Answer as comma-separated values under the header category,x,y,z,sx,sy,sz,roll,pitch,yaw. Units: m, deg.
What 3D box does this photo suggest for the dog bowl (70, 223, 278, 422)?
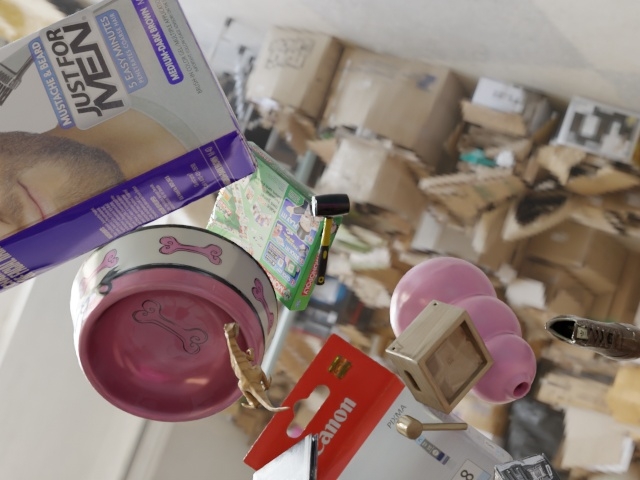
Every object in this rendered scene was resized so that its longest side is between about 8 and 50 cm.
category,x,y,z,sx,sy,sz,roll,pitch,yaw
dog bowl,-0.285,0.177,2.115,0.407,0.408,0.150,22,-149,-14

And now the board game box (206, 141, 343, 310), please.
category,x,y,z,sx,sy,sz,roll,pitch,yaw
board game box,-0.101,-0.034,2.213,0.046,0.214,0.317,-1,-148,-43

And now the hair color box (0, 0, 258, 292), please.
category,x,y,z,sx,sy,sz,roll,pitch,yaw
hair color box,-0.252,-0.085,1.025,0.185,0.338,0.110,64,180,19

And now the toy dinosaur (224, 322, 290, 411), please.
category,x,y,z,sx,sy,sz,roll,pitch,yaw
toy dinosaur,-0.106,0.221,1.709,0.211,0.064,0.112,53,172,36

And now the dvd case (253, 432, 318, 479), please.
category,x,y,z,sx,sy,sz,roll,pitch,yaw
dvd case,-0.063,0.435,1.842,0.018,0.165,0.221,18,144,-22

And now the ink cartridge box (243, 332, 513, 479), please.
category,x,y,z,sx,sy,sz,roll,pitch,yaw
ink cartridge box,0.092,0.395,1.918,0.385,0.308,0.091,35,-167,1

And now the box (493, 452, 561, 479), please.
category,x,y,z,sx,sy,sz,roll,pitch,yaw
box,0.304,0.463,1.378,0.076,0.243,0.307,-11,-146,-14

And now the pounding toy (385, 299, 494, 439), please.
category,x,y,z,sx,sy,sz,roll,pitch,yaw
pounding toy,0.182,0.237,1.829,0.094,0.206,0.181,17,145,52

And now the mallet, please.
category,x,y,z,sx,sy,sz,roll,pitch,yaw
mallet,0.000,0.000,1.877,0.062,0.190,0.039,2,-144,-20

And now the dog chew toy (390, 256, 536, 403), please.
category,x,y,z,sx,sy,sz,roll,pitch,yaw
dog chew toy,0.269,0.173,2.008,0.206,0.207,0.332,27,-166,-41

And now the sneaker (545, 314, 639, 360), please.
category,x,y,z,sx,sy,sz,roll,pitch,yaw
sneaker,0.475,0.170,1.912,0.071,0.066,0.188,4,-178,-41
